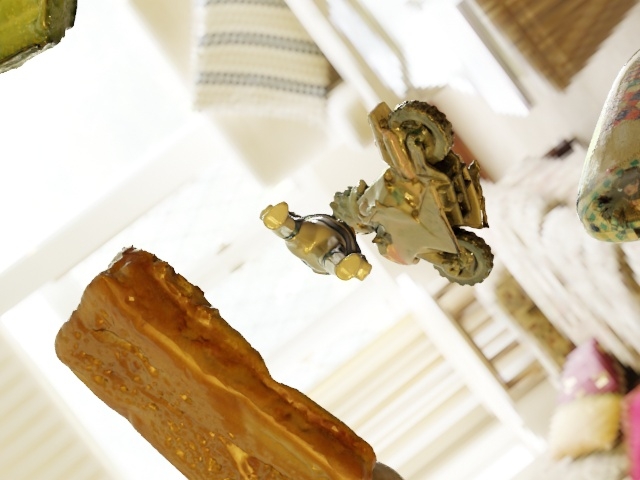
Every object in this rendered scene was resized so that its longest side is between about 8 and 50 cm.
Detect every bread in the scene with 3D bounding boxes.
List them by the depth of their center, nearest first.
[{"bbox_3d":[-0.081,0.123,1.218,0.271,0.139,0.077,40,-141,4],"label":"bread"}]

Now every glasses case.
[{"bbox_3d":[0.322,-0.106,1.430,0.076,0.125,0.327,61,-145,-26],"label":"glasses case"}]

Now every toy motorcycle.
[{"bbox_3d":[0.083,-0.052,1.758,0.204,0.108,0.239,5,114,36],"label":"toy motorcycle"}]

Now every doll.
[{"bbox_3d":[0.000,0.000,1.419,0.114,0.057,0.227,30,179,5],"label":"doll"}]

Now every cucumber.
[{"bbox_3d":[-0.279,-0.197,1.342,0.115,0.193,0.086,65,-168,8],"label":"cucumber"}]

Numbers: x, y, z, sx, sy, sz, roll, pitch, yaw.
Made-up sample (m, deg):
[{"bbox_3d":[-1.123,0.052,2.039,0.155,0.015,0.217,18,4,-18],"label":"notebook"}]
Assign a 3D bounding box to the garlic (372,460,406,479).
[{"bbox_3d":[-0.008,0.337,1.547,0.292,0.210,0.237,21,111,61],"label":"garlic"}]
